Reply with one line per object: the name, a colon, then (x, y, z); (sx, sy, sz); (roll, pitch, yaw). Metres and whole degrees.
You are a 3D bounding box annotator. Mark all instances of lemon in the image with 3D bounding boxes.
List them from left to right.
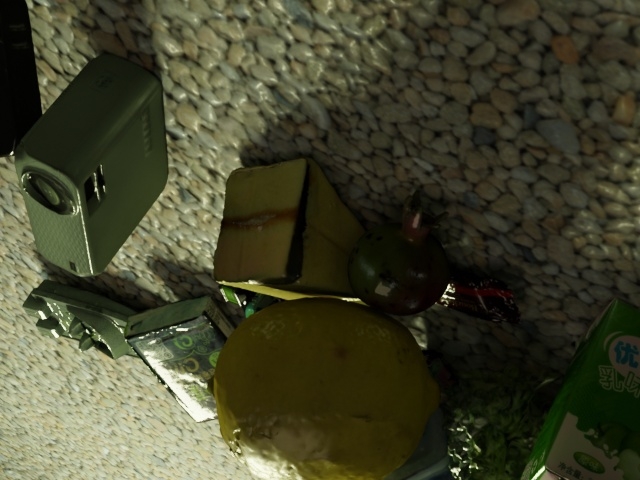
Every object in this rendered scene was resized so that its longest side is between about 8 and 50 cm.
lemon: (0.004, 0.195, 1.456); (0.284, 0.260, 0.260); (24, 149, 0)

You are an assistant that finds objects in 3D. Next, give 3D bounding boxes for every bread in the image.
bread: (0.002, 0.002, 1.544); (0.168, 0.163, 0.264); (-4, 166, 43)

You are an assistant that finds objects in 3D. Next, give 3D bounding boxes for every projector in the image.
projector: (-0.302, -0.095, 1.518); (0.108, 0.198, 0.250); (25, 149, 11)

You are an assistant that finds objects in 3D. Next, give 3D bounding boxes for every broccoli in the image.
broccoli: (0.332, 0.333, 1.501); (0.318, 0.338, 0.277); (-6, 167, 17)

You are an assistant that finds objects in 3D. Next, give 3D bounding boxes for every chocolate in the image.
chocolate: (0.178, 0.062, 1.478); (0.182, 0.028, 0.086); (15, 144, 45)

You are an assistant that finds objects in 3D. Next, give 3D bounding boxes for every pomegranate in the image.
pomegranate: (0.109, 0.020, 1.417); (0.129, 0.129, 0.159); (38, 104, -11)

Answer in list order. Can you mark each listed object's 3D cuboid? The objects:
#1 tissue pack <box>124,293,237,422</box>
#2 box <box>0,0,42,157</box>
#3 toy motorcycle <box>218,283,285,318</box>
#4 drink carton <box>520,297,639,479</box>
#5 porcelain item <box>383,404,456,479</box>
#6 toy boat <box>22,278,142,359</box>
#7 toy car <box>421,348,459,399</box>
tissue pack: (-0.200, 0.203, 1.934); (0.173, 0.073, 0.235); (-18, 126, 25)
box: (-0.504, -0.210, 1.564); (0.350, 0.058, 0.211); (0, 97, 43)
toy motorcycle: (-0.091, 0.126, 1.787); (0.100, 0.058, 0.173); (19, 146, 34)
drink carton: (0.345, 0.218, 1.320); (0.161, 0.271, 0.108); (30, 145, 6)
porcelain item: (0.129, 0.359, 1.719); (0.178, 0.243, 0.405); (63, 178, 28)
toy boat: (-0.385, 0.159, 2.057); (0.320, 0.092, 0.141); (13, 146, 25)
toy car: (0.156, 0.186, 1.654); (0.069, 0.055, 0.142); (11, 157, 32)
